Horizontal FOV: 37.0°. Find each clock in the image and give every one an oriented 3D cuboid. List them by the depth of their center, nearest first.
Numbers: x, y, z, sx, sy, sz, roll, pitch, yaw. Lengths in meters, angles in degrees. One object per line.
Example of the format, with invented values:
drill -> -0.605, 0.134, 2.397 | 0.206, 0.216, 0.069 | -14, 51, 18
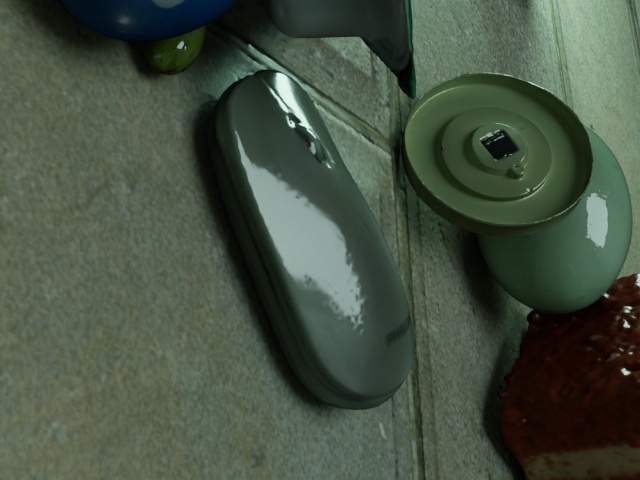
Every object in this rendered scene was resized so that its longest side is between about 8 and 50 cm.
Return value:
clock -> 0.214, -0.110, 1.158 | 0.029, 0.234, 0.235 | 99, -3, -59

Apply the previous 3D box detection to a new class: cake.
cake -> 0.411, 0.240, 1.239 | 0.320, 0.270, 0.269 | 62, 34, -19

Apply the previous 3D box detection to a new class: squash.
squash -> -0.118, -0.213, 0.829 | 0.052, 0.052, 0.183 | 43, 40, -40

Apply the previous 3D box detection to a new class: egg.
egg -> 0.304, -0.037, 1.260 | 0.203, 0.202, 0.283 | 38, 41, -44

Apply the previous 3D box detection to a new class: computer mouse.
computer mouse -> 0.005, -0.002, 0.888 | 0.331, 0.095, 0.197 | 66, 28, -12

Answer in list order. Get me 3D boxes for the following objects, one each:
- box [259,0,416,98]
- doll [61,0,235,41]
box -> -0.022, -0.292, 0.842 | 0.337, 0.106, 0.264 | -115, -168, -58
doll -> -0.144, -0.278, 0.714 | 0.215, 0.161, 0.257 | -25, 87, -30
